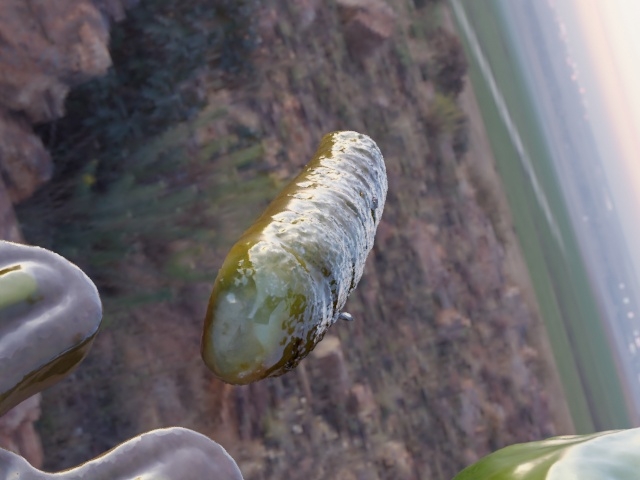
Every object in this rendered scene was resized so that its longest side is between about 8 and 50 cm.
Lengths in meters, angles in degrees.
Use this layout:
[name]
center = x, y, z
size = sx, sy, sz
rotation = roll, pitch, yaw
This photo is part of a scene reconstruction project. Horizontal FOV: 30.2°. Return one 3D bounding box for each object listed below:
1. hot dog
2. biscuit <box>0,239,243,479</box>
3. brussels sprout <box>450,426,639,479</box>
[hot dog]
center = -0.003, -0.002, 0.657
size = 0.286, 0.061, 0.088
rotation = -64, 163, -65
[biscuit]
center = -0.160, 0.099, 0.346
size = 0.186, 0.044, 0.295
rotation = 46, 47, 13
[brussels sprout]
center = 0.225, 0.340, 0.886
size = 0.361, 0.342, 0.425
rotation = 15, 53, -43
